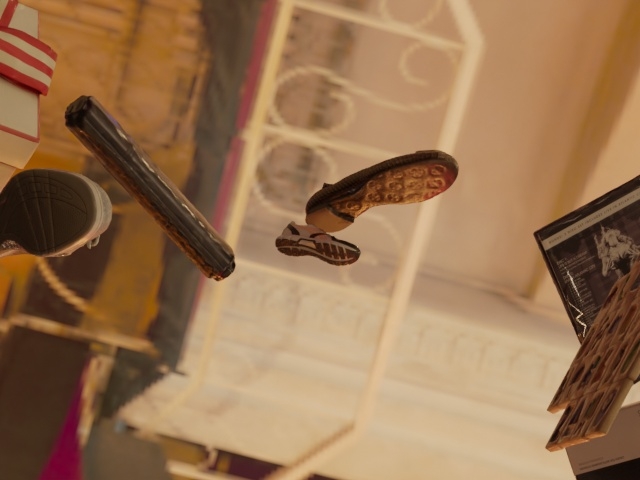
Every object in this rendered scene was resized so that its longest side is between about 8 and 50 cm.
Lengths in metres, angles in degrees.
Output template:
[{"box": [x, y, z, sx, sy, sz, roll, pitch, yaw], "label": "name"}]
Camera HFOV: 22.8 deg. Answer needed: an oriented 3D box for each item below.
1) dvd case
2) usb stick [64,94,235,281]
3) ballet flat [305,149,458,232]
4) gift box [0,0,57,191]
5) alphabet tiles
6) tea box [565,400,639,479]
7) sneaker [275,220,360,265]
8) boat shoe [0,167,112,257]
[{"box": [0.361, 0.053, 1.877, 0.221, 0.164, 0.018, 65, -15, -12], "label": "dvd case"}, {"box": [-0.201, -0.062, 1.893, 0.045, 0.278, 0.077, -40, -159, 6], "label": "usb stick"}, {"box": [0.074, -0.073, 2.009, 0.250, 0.084, 0.058, -24, -135, 44], "label": "ballet flat"}, {"box": [-0.454, -0.172, 1.726, 0.258, 0.255, 0.276, -48, -140, 35], "label": "gift box"}, {"box": [0.215, 0.060, 1.123, 0.198, 0.009, 0.237, -60, 178, -12], "label": "alphabet tiles"}, {"box": [0.581, 0.371, 2.336, 0.329, 0.220, 0.324, -25, -103, 45], "label": "tea box"}, {"box": [0.000, 0.000, 1.982, 0.040, 0.109, 0.044, 88, 21, -46], "label": "sneaker"}, {"box": [-0.370, -0.031, 2.138, 0.320, 0.103, 0.118, -15, -95, 49], "label": "boat shoe"}]
